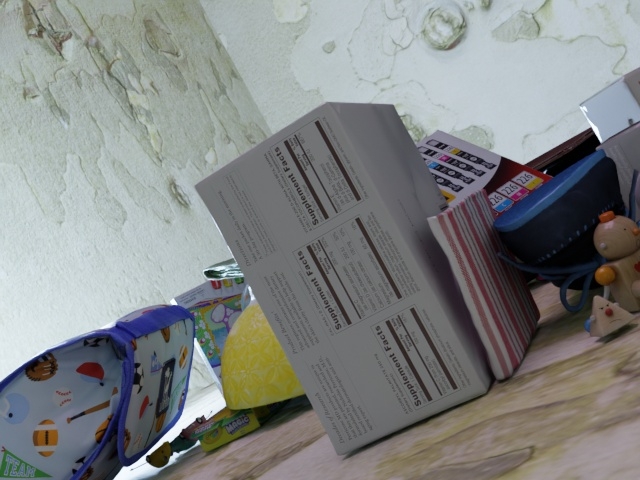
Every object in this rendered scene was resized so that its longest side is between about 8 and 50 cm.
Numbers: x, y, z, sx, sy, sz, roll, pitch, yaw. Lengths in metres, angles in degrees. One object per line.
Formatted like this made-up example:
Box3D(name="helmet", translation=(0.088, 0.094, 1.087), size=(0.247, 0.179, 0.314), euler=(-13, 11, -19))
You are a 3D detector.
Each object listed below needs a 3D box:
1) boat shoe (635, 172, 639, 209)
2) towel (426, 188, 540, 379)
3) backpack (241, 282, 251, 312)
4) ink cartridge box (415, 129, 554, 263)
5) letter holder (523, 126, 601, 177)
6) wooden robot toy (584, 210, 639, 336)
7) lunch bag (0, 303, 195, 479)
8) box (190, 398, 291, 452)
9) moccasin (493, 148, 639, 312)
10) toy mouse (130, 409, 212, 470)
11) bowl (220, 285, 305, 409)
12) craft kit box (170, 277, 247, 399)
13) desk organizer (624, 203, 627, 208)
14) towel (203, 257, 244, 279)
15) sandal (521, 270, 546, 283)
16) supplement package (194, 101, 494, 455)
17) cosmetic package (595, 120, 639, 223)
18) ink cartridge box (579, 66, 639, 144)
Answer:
Box3D(name="boat shoe", translation=(0.417, -0.090, 0.748), size=(0.102, 0.108, 0.301), euler=(-23, -9, -33))
Box3D(name="towel", translation=(0.145, 0.032, 0.767), size=(0.029, 0.144, 0.197), euler=(-25, 0, 23))
Box3D(name="backpack", translation=(-0.013, 0.112, 1.556), size=(0.253, 0.225, 0.191), euler=(-23, -15, -37))
Box3D(name="ink cartridge box", translation=(0.113, -0.019, 1.174), size=(0.309, 0.272, 0.130), euler=(-33, -43, -35))
Box3D(name="letter holder", translation=(0.443, -0.087, 1.661), size=(0.214, 0.152, 0.302), euler=(-29, -2, -37))
Box3D(name="wooden robot toy", translation=(0.252, 0.007, 0.674), size=(0.173, 0.079, 0.076), euler=(-28, -3, -28))
Box3D(name="lunch bag", translation=(-0.372, 0.273, 1.393), size=(0.385, 0.239, 0.328), euler=(-49, -5, 7))
Box3D(name="box", translation=(-0.114, 0.260, 1.298), size=(0.105, 0.043, 0.179), euler=(-29, -4, 19))
Box3D(name="moccasin", translation=(0.261, -0.013, 0.840), size=(0.138, 0.116, 0.342), euler=(-35, -8, 21))
Box3D(name="toy mouse", translation=(-0.217, 0.322, 1.413), size=(0.143, 0.031, 0.161), euler=(-28, -12, -50))
Box3D(name="bowl", translation=(-0.025, 0.119, 1.256), size=(0.289, 0.156, 0.289), euler=(-19, 1, 0))
Box3D(name="craft kit box", translation=(-0.118, 0.164, 1.652), size=(0.250, 0.246, 0.061), euler=(-28, -1, -20))
Box3D(name="desk organizer", translation=(0.524, -0.093, 1.357), size=(0.047, 0.050, 0.130), euler=(-27, -3, -39))
Box3D(name="towel", translation=(0.000, 0.000, 1.403), size=(0.325, 0.038, 0.248), euler=(-21, 5, -29))
Box3D(name="sandal", translation=(0.299, 0.030, 1.108), size=(0.067, 0.040, 0.179), euler=(-23, -20, -28))
Box3D(name="supplement package", translation=(0.043, 0.022, 0.792), size=(0.145, 0.261, 0.204), euler=(-29, -3, 21))
Box3D(name="cosmetic package", translation=(0.432, -0.096, 1.105), size=(0.107, 0.127, 0.238), euler=(-30, -4, 27))
Box3D(name="ink cartridge box", translation=(0.606, -0.214, 1.487), size=(0.273, 0.197, 0.114), euler=(-27, -5, -32))
